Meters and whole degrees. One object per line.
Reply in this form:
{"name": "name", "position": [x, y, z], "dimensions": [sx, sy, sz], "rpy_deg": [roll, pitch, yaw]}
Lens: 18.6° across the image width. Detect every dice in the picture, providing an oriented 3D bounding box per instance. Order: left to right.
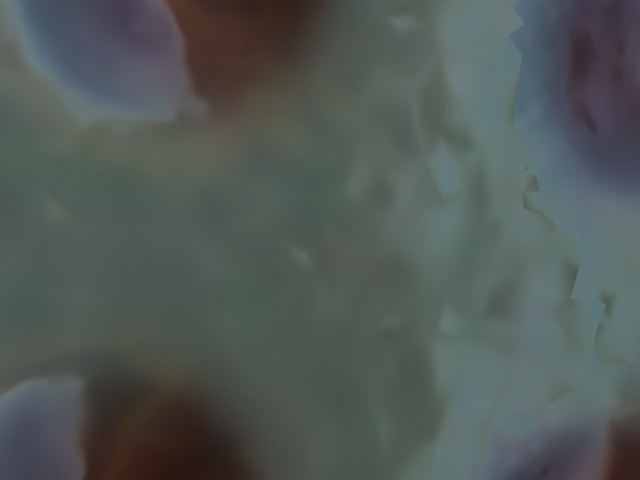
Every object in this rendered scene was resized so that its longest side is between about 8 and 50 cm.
{"name": "dice", "position": [-0.024, 0.001, 0.522], "dimensions": [0.265, 0.263, 0.268], "rpy_deg": [-177, -87, -71]}
